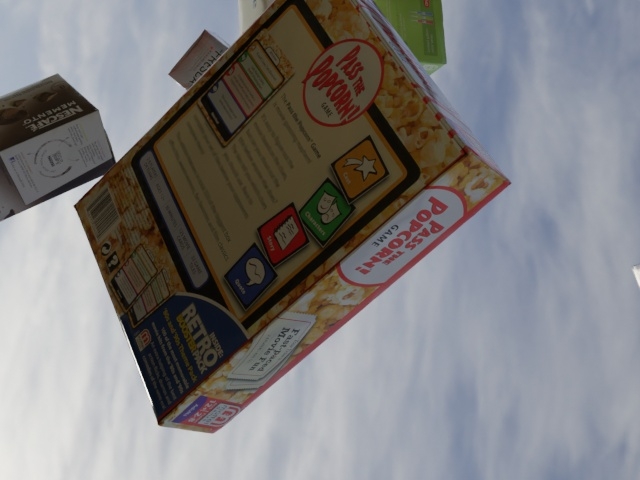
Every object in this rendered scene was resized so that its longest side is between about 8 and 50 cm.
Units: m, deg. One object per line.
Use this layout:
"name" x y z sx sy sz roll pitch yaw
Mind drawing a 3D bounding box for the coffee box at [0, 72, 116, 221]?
"coffee box" -0.494 -0.130 1.485 0.168 0.297 0.119 40 -31 43

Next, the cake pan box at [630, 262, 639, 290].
"cake pan box" 0.497 0.117 1.179 0.267 0.070 0.246 101 -29 -78

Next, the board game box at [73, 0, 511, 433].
"board game box" -0.026 -0.022 0.467 0.193 0.045 0.147 -41 -125 18

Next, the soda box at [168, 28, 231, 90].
"soda box" -0.110 -0.177 0.994 0.058 0.063 0.183 -49 -171 7

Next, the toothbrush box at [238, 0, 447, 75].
"toothbrush box" 0.029 -0.346 1.408 0.122 0.283 0.206 153 -65 -63
